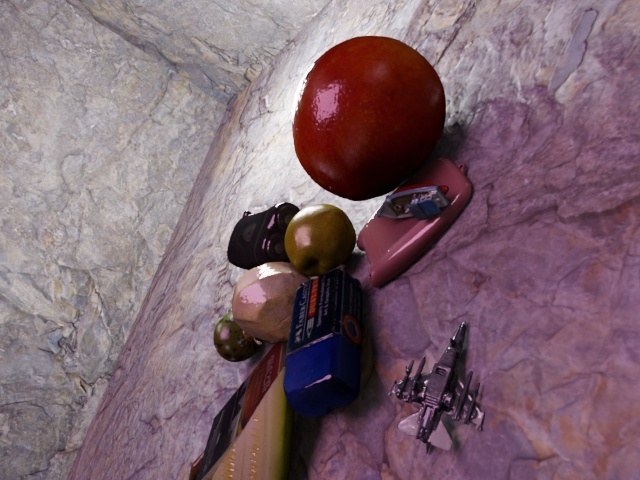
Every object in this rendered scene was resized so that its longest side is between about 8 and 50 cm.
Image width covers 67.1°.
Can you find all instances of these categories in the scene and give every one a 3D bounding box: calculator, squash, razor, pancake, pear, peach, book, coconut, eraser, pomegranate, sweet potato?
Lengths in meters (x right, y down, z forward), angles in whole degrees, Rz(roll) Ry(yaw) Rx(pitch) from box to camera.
[{"bbox_3d":[0.204,-0.056,1.100,0.329,0.048,0.220,-47,29,20],"label":"calculator"},{"bbox_3d":[-0.129,0.413,1.072,0.203,0.111,0.288,-2,83,33],"label":"squash"},{"bbox_3d":[-0.172,-0.007,1.470,0.349,0.114,0.204,-6,65,61],"label":"razor"},{"bbox_3d":[0.033,0.274,1.076,0.242,0.050,0.241,-35,30,24],"label":"pancake"},{"bbox_3d":[0.001,0.000,1.252,0.198,0.198,0.198,-41,33,34],"label":"pear"},{"bbox_3d":[0.103,-0.276,1.149,0.388,0.389,0.388,-41,33,34],"label":"peach"},{"bbox_3d":[-0.204,0.447,1.274,0.373,0.028,0.262,-52,12,17],"label":"book"},{"bbox_3d":[-0.123,0.157,1.279,0.237,0.237,0.197,-136,41,-62],"label":"coconut"},{"bbox_3d":[0.007,0.202,1.033,0.155,0.101,0.332,-30,29,25],"label":"eraser"},{"bbox_3d":[-0.218,0.285,1.414,0.220,0.156,0.156,3,65,34],"label":"pomegranate"},{"bbox_3d":[-0.340,0.629,1.386,0.041,0.038,0.153,20,79,40],"label":"sweet potato"}]

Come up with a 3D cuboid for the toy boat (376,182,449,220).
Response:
[{"bbox_3d":[0.191,-0.076,1.023,0.173,0.069,0.058,-9,45,47],"label":"toy boat"}]

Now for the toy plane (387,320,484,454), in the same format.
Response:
[{"bbox_3d":[0.198,0.233,0.794,0.160,0.082,0.233,11,73,34],"label":"toy plane"}]
